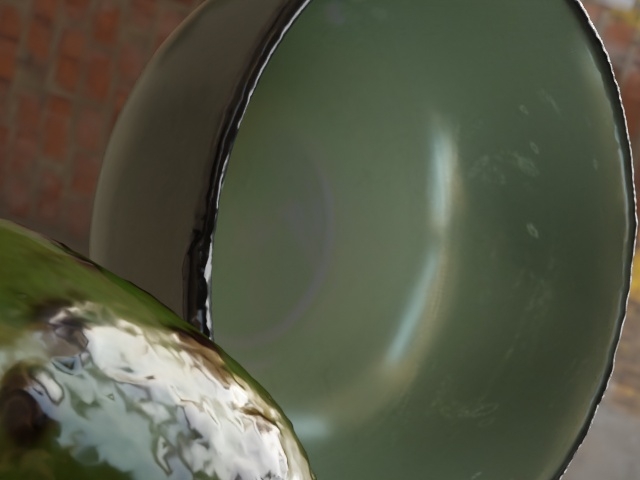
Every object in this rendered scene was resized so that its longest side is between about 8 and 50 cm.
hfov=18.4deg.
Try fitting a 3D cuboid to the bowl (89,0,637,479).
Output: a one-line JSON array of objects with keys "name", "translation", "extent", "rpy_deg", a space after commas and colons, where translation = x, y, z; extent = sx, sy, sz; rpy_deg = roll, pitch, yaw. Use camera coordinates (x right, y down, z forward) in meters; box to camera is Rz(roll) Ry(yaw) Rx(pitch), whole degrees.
[{"name": "bowl", "translation": [0.000, 0.000, 1.092], "extent": [0.354, 0.185, 0.354], "rpy_deg": [-6, 99, -47]}]

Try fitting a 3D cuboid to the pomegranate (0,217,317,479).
[{"name": "pomegranate", "translation": [-0.120, 0.106, 0.480], "extent": [0.306, 0.242, 0.242], "rpy_deg": [-6, 114, -76]}]
